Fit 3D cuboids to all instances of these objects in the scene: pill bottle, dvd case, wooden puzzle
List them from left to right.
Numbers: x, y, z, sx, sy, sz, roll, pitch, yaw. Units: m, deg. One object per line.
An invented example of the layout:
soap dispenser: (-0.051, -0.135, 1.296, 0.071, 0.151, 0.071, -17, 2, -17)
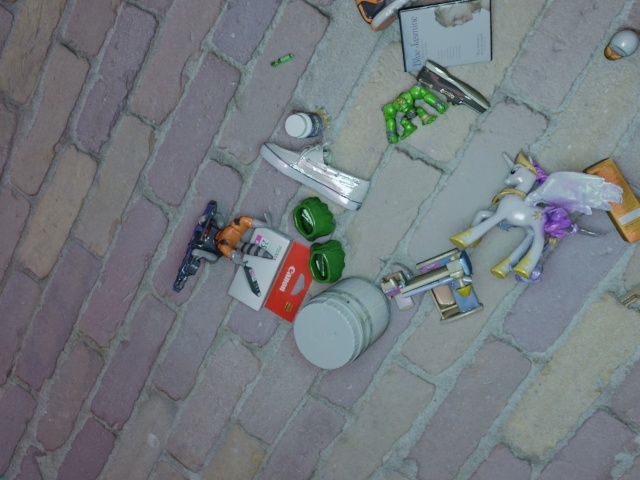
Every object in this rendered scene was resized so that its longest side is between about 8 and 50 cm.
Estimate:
pill bottle: (-0.049, -0.356, 1.634, 0.078, 0.137, 0.078, 6, 105, 23)
wooden puzzle: (0.004, -0.393, 1.687, 0.049, 0.006, 0.083, -36, 87, 17)
dvd case: (0.356, -0.586, 1.508, 0.252, 0.022, 0.180, -2, 127, 17)

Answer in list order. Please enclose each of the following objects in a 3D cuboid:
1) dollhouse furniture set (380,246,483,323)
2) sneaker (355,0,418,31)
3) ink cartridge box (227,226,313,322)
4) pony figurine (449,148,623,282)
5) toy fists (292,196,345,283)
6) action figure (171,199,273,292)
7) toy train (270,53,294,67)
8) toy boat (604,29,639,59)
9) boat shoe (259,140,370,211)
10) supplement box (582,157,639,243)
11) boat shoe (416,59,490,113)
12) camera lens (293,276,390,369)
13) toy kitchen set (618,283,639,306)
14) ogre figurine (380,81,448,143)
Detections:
dollhouse furniture set: (0.319, 0.172, 1.517, 0.286, 0.303, 0.198, -24, 89, 18)
sneaker: (0.231, -0.770, 1.510, 0.321, 0.124, 0.180, -33, 88, 17)
ink cartridge box: (-0.153, 0.115, 1.774, 0.238, 0.060, 0.275, 28, 104, 12)
pony figurine: (0.578, -0.064, 1.418, 0.351, 0.303, 0.363, 29, 75, 29)
toy fists: (0.000, 0.000, 1.674, 0.096, 0.142, 0.279, -17, 92, 33)
action figure: (-0.329, 0.042, 1.721, 0.330, 0.178, 0.341, -1, 59, 44)
toy train: (-0.122, -0.576, 1.690, 0.083, 0.023, 0.017, -21, 91, 18)
toy boat: (0.898, -0.507, 1.340, 0.318, 0.148, 0.268, -3, 97, 16)
boat shoe: (-0.007, -0.244, 1.644, 0.367, 0.136, 0.157, 31, 105, 7)
supplement box: (0.817, -0.111, 1.454, 0.080, 0.078, 0.233, -33, 88, 17)
boat shoe: (0.386, -0.433, 1.538, 0.227, 0.081, 0.069, 38, 123, 5)
camera lens: (0.071, 0.243, 1.600, 0.219, 0.274, 0.220, 7, 105, 27)
toy kitchen set: (0.901, 0.181, 1.476, 0.075, 0.083, 0.068, -40, 127, 17)
ogre figurine: (0.264, -0.382, 1.572, 0.197, 0.097, 0.118, -25, 105, 46)
